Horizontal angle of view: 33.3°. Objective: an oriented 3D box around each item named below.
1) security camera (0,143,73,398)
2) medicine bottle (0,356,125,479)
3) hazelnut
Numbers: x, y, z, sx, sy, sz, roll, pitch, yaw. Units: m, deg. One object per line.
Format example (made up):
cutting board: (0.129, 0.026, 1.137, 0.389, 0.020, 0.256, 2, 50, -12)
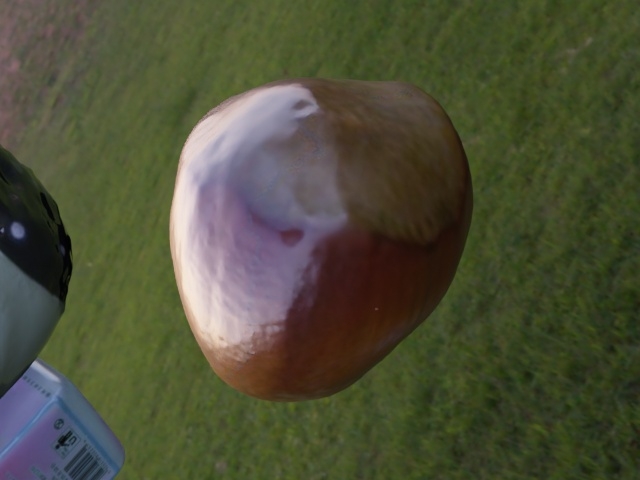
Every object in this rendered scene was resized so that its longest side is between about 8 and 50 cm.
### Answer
security camera: (-0.224, 0.003, 0.487, 0.191, 0.197, 0.277, -44, 33, -10)
medicine bottle: (-0.214, 0.145, 0.580, 0.119, 0.094, 0.188, 24, 61, 35)
hazelnut: (0.000, -0.008, 1.156, 0.366, 0.366, 0.366, -35, 43, 39)
